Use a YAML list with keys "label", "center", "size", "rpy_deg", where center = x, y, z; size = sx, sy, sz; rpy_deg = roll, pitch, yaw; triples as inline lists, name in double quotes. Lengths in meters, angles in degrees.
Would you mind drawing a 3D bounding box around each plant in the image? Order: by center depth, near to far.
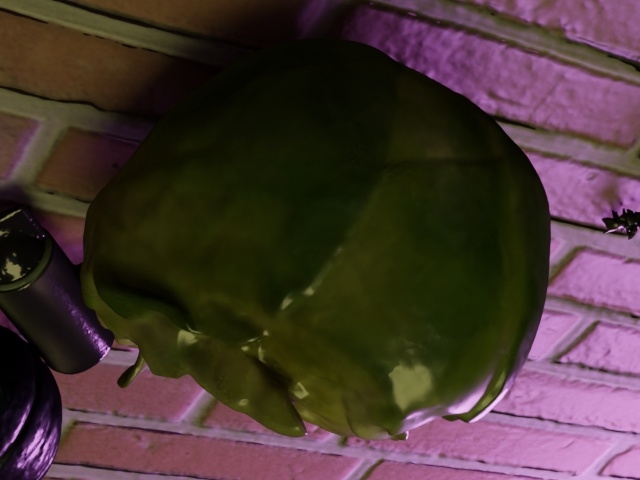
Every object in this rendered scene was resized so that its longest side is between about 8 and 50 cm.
- label: "plant"
  center: [0.323, -0.026, 1.552]
  size: [0.102, 0.051, 0.051]
  rpy_deg: [-27, 142, 23]

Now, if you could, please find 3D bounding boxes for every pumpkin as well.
- label: "pumpkin"
  center: [-0.361, 0.180, 1.399]
  size: [0.248, 0.248, 0.248]
  rpy_deg: [-10, 143, -8]

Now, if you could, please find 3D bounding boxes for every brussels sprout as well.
- label: "brussels sprout"
  center: [0.000, 0.000, 1.279]
  size: [0.371, 0.315, 0.276]
  rpy_deg: [2, 174, 20]

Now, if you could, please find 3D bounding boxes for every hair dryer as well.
- label: "hair dryer"
  center: [-0.178, 0.001, 1.407]
  size: [0.248, 0.078, 0.195]
  rpy_deg: [-27, 142, -1]
